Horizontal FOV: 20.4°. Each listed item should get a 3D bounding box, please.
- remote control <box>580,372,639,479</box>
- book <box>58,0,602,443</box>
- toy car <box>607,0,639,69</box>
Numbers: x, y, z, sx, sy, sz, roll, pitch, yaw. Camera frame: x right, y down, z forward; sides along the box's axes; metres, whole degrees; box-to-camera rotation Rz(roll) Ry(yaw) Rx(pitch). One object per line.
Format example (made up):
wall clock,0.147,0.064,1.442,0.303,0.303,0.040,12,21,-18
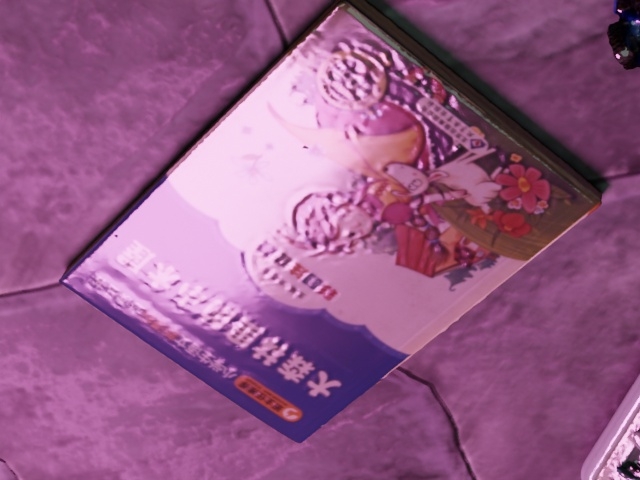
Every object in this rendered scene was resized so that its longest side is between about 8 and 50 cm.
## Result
remote control,0.294,0.086,1.192,0.128,0.065,0.335,38,129,17
book,0.000,0.000,1.215,0.228,0.018,0.322,36,124,-17
toy car,0.249,-0.085,1.069,0.103,0.063,0.216,-20,97,27
